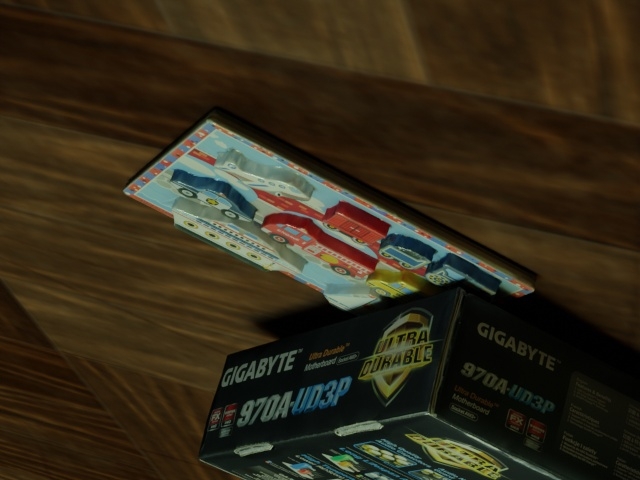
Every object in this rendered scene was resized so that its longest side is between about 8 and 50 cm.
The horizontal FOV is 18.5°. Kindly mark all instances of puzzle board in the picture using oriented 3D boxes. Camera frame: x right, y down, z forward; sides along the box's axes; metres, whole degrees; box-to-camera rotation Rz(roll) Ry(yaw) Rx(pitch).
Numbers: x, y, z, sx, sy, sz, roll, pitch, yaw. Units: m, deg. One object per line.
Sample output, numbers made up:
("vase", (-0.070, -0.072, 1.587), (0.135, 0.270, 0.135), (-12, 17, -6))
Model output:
("puzzle board", (0.000, 0.000, 0.696), (0.128, 0.011, 0.096), (28, 157, -15))

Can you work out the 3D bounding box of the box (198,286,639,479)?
("box", (0.086, 0.096, 0.774), (0.220, 0.051, 0.175), (26, 158, -23))
